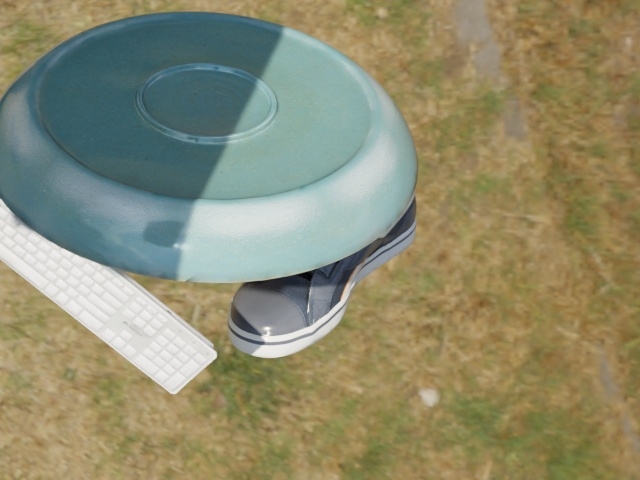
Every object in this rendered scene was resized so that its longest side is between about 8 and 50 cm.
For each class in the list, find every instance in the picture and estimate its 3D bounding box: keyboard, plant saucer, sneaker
[{"bbox_3d":[-0.201,0.032,1.059,0.256,0.072,0.014,40,32,-10],"label":"keyboard"},{"bbox_3d":[-0.083,-0.087,0.932,0.317,0.317,0.044,-22,138,-31],"label":"plant saucer"},{"bbox_3d":[0.000,0.000,1.449,0.321,0.126,0.127,-44,141,-44],"label":"sneaker"}]
